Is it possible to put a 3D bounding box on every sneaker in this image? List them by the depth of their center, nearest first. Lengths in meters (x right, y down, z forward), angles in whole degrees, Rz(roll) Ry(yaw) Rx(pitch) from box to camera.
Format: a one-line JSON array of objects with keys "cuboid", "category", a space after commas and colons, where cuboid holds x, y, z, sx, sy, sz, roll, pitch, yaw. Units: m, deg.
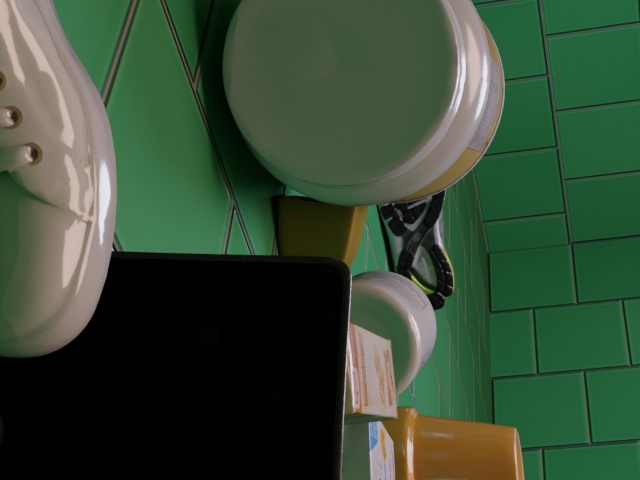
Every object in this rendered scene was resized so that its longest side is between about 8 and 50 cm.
[{"cuboid": [-0.169, -0.092, 0.547, 0.123, 0.105, 0.290, 18, 56, -70], "category": "sneaker"}, {"cuboid": [0.142, -0.043, 2.026, 0.121, 0.111, 0.300, -95, 180, -65], "category": "sneaker"}]

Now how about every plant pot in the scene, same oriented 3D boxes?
[{"cuboid": [-0.080, 0.130, 0.658, 0.167, 0.187, 0.188, 88, 4, -47], "category": "plant pot"}, {"cuboid": [0.000, 0.000, 1.335, 0.081, 0.081, 0.083, -18, 114, -78], "category": "plant pot"}, {"cuboid": [0.168, 0.313, 1.691, 0.205, 0.187, 0.205, -7, 90, -78], "category": "plant pot"}]

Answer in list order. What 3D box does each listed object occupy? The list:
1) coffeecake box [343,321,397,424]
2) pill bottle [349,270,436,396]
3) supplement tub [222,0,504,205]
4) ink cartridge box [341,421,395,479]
[{"cuboid": [-0.028, 0.107, 0.974, 0.185, 0.142, 0.068, 35, 49, -75], "category": "coffeecake box"}, {"cuboid": [0.059, 0.100, 1.426, 0.229, 0.131, 0.131, -19, 102, -78], "category": "pill bottle"}, {"cuboid": [0.048, -0.153, 1.243, 0.331, 0.241, 0.241, -11, 94, -78], "category": "supplement tub"}, {"cuboid": [0.045, 0.257, 1.442, 0.181, 0.061, 0.104, 63, 24, -61], "category": "ink cartridge box"}]
